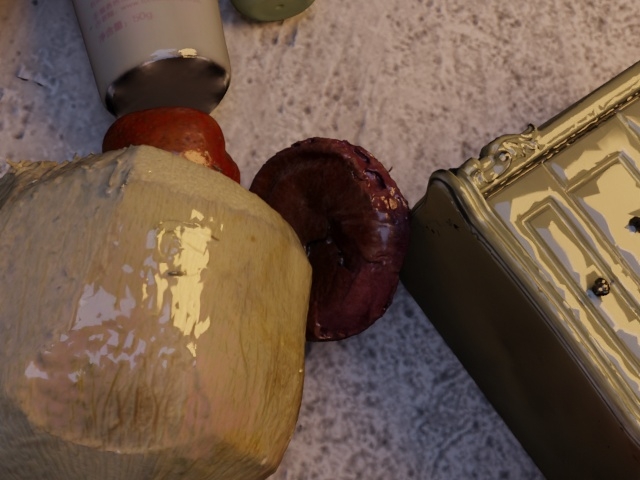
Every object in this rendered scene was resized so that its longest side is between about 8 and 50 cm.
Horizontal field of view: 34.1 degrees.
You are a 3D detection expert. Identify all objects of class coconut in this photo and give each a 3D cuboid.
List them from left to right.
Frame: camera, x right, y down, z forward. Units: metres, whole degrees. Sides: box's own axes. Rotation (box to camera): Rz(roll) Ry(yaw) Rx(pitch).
[{"bbox_3d":[-0.153,0.088,0.783,0.297,0.297,0.255,16,69,-2],"label":"coconut"}]

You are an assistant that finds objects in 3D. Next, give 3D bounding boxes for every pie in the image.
[{"bbox_3d":[0.000,0.000,0.904,0.049,0.182,0.183,4,67,-50],"label":"pie"}]

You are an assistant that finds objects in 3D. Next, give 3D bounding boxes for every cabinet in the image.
[{"bbox_3d":[0.280,0.013,0.891,0.318,0.227,0.290,-32,78,-15],"label":"cabinet"}]

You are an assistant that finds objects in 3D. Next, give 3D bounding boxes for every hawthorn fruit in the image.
[{"bbox_3d":[-0.133,-0.061,0.924,0.128,0.128,0.128,2,73,-6],"label":"hawthorn fruit"}]

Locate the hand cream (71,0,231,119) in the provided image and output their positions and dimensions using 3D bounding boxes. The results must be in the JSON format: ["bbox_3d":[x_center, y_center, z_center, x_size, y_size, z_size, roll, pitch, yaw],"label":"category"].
[{"bbox_3d":[-0.180,-0.279,0.999,0.185,0.118,0.359,-12,67,-8],"label":"hand cream"}]

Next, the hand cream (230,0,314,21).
[{"bbox_3d":[-0.072,-0.366,1.034,0.147,0.093,0.306,5,66,-52],"label":"hand cream"}]
